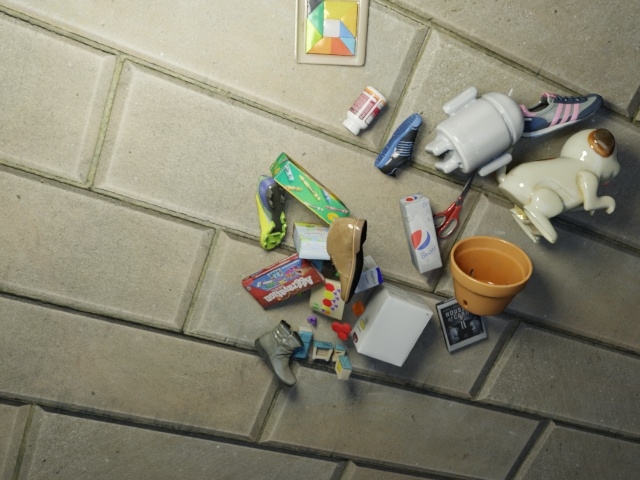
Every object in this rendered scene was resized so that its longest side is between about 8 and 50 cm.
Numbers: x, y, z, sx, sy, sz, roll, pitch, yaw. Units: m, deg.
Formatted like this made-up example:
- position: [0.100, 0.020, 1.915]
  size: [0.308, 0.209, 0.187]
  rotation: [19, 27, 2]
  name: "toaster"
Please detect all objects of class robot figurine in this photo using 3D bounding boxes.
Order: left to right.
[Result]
- position: [0.539, -0.367, 1.674]
  size: [0.353, 0.200, 0.300]
  rotation: [-34, 107, 3]
  name: "robot figurine"

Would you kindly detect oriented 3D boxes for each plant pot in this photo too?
- position: [0.629, 0.149, 1.863]
  size: [0.291, 0.291, 0.203]
  rotation: [-7, 128, -8]
  name: "plant pot"

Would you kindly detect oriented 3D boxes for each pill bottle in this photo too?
- position: [0.144, -0.432, 1.639]
  size: [0.086, 0.086, 0.152]
  rotation: [36, 101, -21]
  name: "pill bottle"

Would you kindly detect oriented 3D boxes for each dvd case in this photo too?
- position: [0.589, 0.336, 2.047]
  size: [0.179, 0.029, 0.238]
  rotation: [-21, 114, -3]
  name: "dvd case"

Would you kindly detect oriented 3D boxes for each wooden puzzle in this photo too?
- position: [0.036, -0.673, 1.549]
  size: [0.239, 0.044, 0.221]
  rotation: [-1, 111, -10]
  name: "wooden puzzle"

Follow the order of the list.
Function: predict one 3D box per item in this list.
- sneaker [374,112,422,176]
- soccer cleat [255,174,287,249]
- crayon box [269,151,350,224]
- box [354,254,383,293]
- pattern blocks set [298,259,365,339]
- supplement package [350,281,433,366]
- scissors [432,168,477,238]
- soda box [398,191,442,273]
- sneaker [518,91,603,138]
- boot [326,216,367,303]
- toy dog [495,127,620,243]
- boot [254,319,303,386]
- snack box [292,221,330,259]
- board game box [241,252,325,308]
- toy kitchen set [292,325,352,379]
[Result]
- position: [0.290, -0.330, 1.713]
  size: [0.090, 0.081, 0.232]
  rotation: [30, 109, -22]
  name: "sneaker"
- position: [-0.179, -0.098, 1.711]
  size: [0.093, 0.121, 0.289]
  rotation: [-19, 135, -29]
  name: "soccer cleat"
- position: [-0.038, -0.171, 1.662]
  size: [0.278, 0.165, 0.081]
  rotation: [38, 99, -21]
  name: "crayon box"
- position: [0.150, 0.129, 1.833]
  size: [0.137, 0.126, 0.072]
  rotation: [-22, 112, -1]
  name: "box"
- position: [0.028, 0.213, 1.823]
  size: [0.285, 0.026, 0.325]
  rotation: [26, 130, 10]
  name: "pattern blocks set"
- position: [0.273, 0.326, 1.922]
  size: [0.204, 0.145, 0.262]
  rotation: [22, 105, -18]
  name: "supplement package"
- position: [0.529, -0.140, 1.861]
  size: [0.109, 0.021, 0.297]
  rotation: [36, 100, -18]
  name: "scissors"
- position: [0.373, -0.028, 1.831]
  size: [0.091, 0.098, 0.286]
  rotation: [-18, 114, -3]
  name: "soda box"
- position: [0.850, -0.477, 1.739]
  size: [0.319, 0.112, 0.131]
  rotation: [-24, 116, -2]
  name: "sneaker"
- position: [0.079, 0.063, 1.604]
  size: [0.115, 0.112, 0.305]
  rotation: [11, 115, 15]
  name: "boot"
- position: [0.883, -0.229, 1.785]
  size: [0.408, 0.284, 0.395]
  rotation: [-36, 76, 6]
  name: "toy dog"
- position: [-0.128, 0.439, 1.894]
  size: [0.161, 0.083, 0.246]
  rotation: [-34, 98, 12]
  name: "boot"
- position: [0.000, 0.000, 1.712]
  size: [0.175, 0.207, 0.070]
  rotation: [4, 111, -13]
  name: "snack box"
- position: [-0.138, 0.146, 1.782]
  size: [0.281, 0.027, 0.145]
  rotation: [-27, 116, 26]
  name: "board game box"
- position: [0.011, 0.438, 1.904]
  size: [0.207, 0.166, 0.122]
  rotation: [10, 109, -14]
  name: "toy kitchen set"
